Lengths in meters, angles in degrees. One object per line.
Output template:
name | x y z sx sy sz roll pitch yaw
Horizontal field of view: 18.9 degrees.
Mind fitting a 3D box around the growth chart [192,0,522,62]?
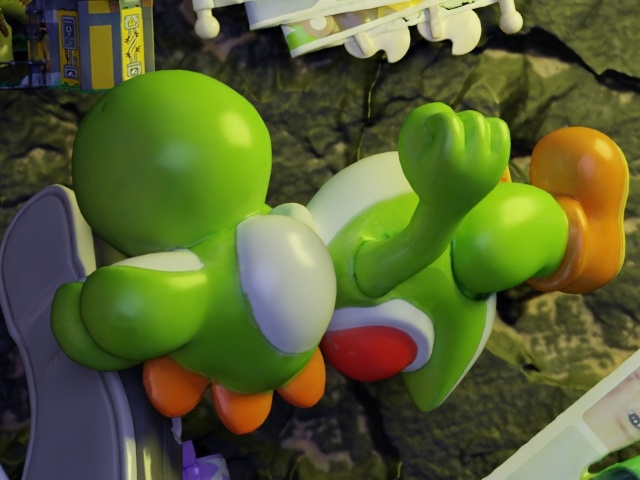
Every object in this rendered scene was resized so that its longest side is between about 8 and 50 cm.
growth chart | 0.017 -0.201 1.270 0.237 0.021 0.172 -5 91 -14

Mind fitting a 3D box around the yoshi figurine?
yoshi figurine | 0.001 -0.027 1.106 0.362 0.203 0.203 -11 48 -40

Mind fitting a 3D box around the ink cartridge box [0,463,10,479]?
ink cartridge box | -0.282 0.241 1.117 0.273 0.115 0.198 -31 84 -12

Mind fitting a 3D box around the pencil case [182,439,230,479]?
pencil case | -0.069 0.229 1.161 0.086 0.088 0.206 -18 80 -13

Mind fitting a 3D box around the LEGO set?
LEGO set | -0.240 -0.197 1.139 0.331 0.255 0.192 0 105 4

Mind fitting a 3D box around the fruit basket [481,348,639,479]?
fruit basket | 0.190 0.273 1.132 0.353 0.165 0.327 -36 85 -21

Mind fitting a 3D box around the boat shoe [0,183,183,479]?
boat shoe | -0.116 0.105 1.107 0.095 0.112 0.335 25 37 -36
